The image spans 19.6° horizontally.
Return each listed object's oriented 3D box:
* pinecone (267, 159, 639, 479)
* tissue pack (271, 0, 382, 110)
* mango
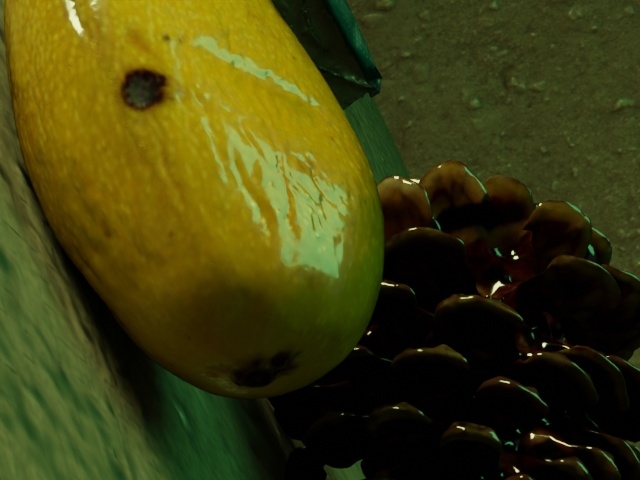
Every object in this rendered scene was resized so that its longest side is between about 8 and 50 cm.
[{"bbox_3d":[0.079,0.106,1.076,0.246,0.246,0.292,60,24,-29],"label":"pinecone"},{"bbox_3d":[-0.068,-0.236,1.578,0.192,0.134,0.270,53,12,-53],"label":"tissue pack"},{"bbox_3d":[-0.068,-0.061,0.877,0.177,0.120,0.294,7,53,-50],"label":"mango"}]
